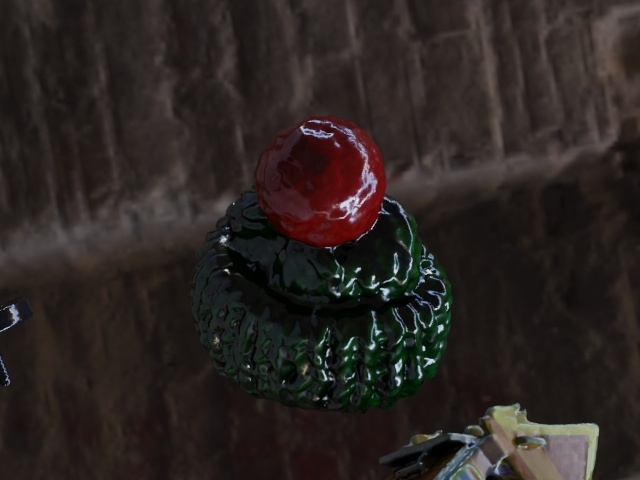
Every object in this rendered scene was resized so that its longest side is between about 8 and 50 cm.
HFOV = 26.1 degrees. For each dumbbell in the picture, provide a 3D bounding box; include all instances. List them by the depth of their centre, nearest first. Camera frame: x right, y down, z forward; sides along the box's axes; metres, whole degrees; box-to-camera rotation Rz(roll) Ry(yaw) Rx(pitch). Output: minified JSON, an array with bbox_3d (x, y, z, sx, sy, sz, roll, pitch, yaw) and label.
[{"bbox_3d":[-0.485,0.047,1.863,0.143,0.143,0.325,-135,-154,-81],"label":"dumbbell"}]

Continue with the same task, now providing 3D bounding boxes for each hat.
[{"bbox_3d":[0.000,0.000,1.376,0.332,0.274,0.242,89,16,-44],"label":"hat"}]

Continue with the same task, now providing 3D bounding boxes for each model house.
[{"bbox_3d":[0.233,0.337,1.472,0.357,0.313,0.242,54,-39,-2],"label":"model house"}]
